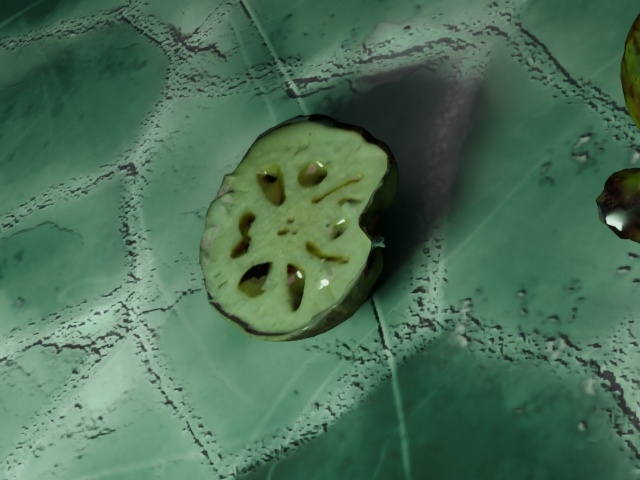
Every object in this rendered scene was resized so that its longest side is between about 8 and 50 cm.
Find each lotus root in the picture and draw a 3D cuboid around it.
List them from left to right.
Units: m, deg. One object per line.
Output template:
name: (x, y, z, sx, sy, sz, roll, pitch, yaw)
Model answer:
lotus root: (-0.002, -0.001, 1.339, 0.183, 0.078, 0.203, -56, 40, 2)

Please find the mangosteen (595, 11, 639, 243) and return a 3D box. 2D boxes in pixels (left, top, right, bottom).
mangosteen: (0.327, -0.102, 0.986, 0.359, 0.306, 0.306, -10, 34, -28)
